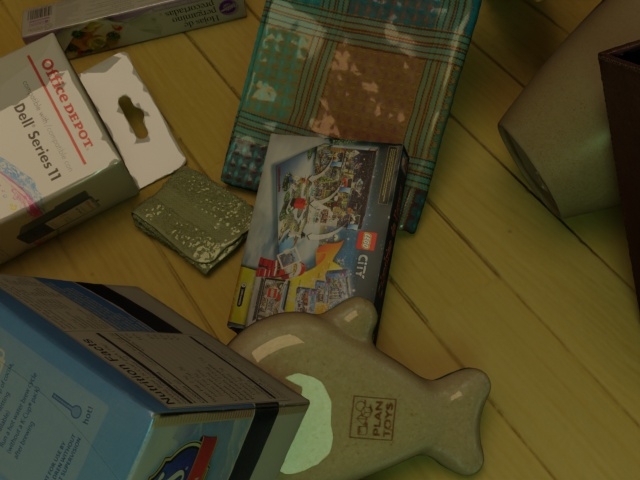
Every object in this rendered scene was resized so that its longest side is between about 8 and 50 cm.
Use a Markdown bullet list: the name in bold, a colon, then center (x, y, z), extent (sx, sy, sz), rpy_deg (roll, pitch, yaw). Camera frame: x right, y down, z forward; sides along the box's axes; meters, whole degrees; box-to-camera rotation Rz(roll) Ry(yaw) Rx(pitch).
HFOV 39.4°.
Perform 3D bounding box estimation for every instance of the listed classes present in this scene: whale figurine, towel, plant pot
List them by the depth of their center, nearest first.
- **whale figurine**: center (0.025, 0.163, 0.877), extent (0.272, 0.141, 0.216), rpy_deg (5, 86, -8)
- **plant pot**: center (0.340, -0.151, 0.965), extent (0.274, 0.256, 0.256), rpy_deg (-33, 54, 7)
- **towel**: center (0.039, -0.218, 1.073), extent (0.271, 0.040, 0.370), rpy_deg (16, 90, 23)
- **towel**: center (-0.152, -0.030, 1.097), extent (0.148, 0.027, 0.110), rpy_deg (32, 67, 29)

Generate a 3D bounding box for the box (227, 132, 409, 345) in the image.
- **box**: center (0.000, 0.000, 0.995), extent (0.159, 0.044, 0.233), rpy_deg (7, 74, 17)

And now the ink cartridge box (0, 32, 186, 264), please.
- **ink cartridge box**: center (-0.369, -0.111, 1.110), extent (0.353, 0.119, 0.207), rpy_deg (-29, 75, -8)

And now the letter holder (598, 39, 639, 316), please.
- **letter holder**: center (0.374, -0.023, 0.772), extent (0.152, 0.302, 0.214), rpy_deg (-17, 22, 0)

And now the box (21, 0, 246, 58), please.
- **box**: center (-0.272, -0.332, 1.308), extent (0.324, 0.063, 0.067), rpy_deg (-13, 56, 3)

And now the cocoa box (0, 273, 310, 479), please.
- **cocoa box**: center (-0.213, 0.229, 0.726), extent (0.231, 0.228, 0.347), rpy_deg (28, 96, 27)
